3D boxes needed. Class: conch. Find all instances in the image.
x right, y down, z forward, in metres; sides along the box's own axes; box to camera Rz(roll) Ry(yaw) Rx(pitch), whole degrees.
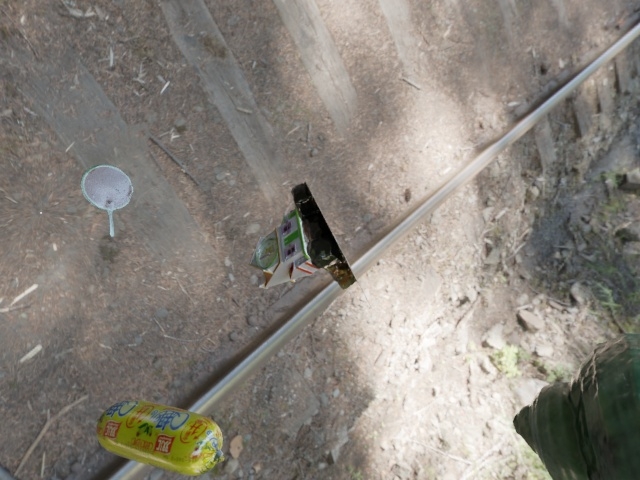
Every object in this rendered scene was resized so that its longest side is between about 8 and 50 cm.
[{"bbox_3d":[0.228,0.153,0.270,0.121,0.188,0.176,-9,93,-6],"label":"conch"}]

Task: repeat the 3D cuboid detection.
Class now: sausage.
[{"bbox_3d":[-0.367,0.438,0.920,0.123,0.346,0.124,4,90,-71],"label":"sausage"}]

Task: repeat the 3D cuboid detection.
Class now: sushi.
[{"bbox_3d":[0.000,0.000,0.843,0.064,0.359,0.343,-27,78,2],"label":"sushi"}]

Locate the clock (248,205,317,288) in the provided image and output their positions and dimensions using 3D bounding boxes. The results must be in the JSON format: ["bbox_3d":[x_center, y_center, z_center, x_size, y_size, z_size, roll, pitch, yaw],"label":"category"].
[{"bbox_3d":[-0.139,0.050,1.543,0.166,0.309,0.235,26,41,-42],"label":"clock"}]

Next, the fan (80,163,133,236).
[{"bbox_3d":[-0.369,-0.070,0.712,0.085,0.005,0.134,-2,78,-42],"label":"fan"}]
